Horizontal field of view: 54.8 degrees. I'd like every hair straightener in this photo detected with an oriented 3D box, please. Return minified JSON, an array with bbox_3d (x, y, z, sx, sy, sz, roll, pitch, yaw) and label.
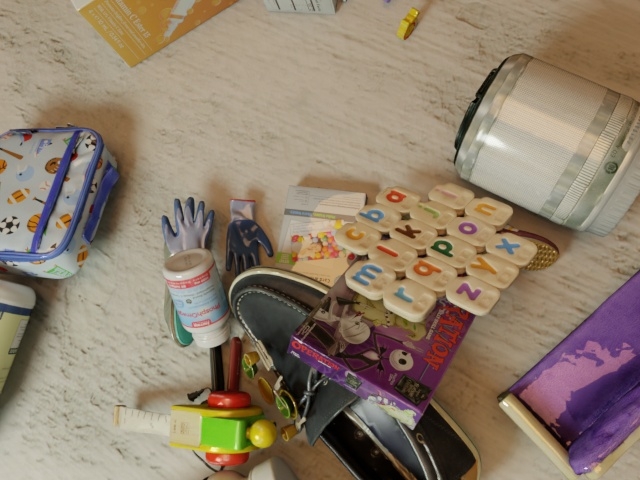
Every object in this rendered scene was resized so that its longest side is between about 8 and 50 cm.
[{"bbox_3d":[-0.185,0.283,1.073,0.089,0.047,0.230,-2,81,12],"label":"hair straightener"}]

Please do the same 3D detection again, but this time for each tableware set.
[{"bbox_3d":[-0.080,0.238,0.965,0.024,0.104,0.154,-20,65,-31],"label":"tableware set"}]

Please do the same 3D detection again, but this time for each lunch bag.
[{"bbox_3d":[-0.512,-0.081,1.142,0.244,0.115,0.303,2,62,9],"label":"lunch bag"}]

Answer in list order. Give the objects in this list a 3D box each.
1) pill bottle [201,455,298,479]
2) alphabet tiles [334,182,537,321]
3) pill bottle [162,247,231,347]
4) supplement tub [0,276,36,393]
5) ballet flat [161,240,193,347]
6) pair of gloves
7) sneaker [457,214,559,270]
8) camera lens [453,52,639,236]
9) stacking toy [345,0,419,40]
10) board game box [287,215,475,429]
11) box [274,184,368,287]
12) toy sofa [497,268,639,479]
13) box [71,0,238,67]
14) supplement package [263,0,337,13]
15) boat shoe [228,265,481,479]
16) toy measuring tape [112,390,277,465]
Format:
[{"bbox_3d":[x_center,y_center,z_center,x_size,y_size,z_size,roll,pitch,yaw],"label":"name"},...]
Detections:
[{"bbox_3d":[-0.181,0.477,0.947,0.334,0.188,0.187,-30,74,1],"label":"pill bottle"},{"bbox_3d":[0.174,0.008,0.962,0.278,0.021,0.284,27,53,31],"label":"alphabet tiles"},{"bbox_3d":[-0.203,0.100,1.044,0.087,0.087,0.160,-9,118,7],"label":"pill bottle"},{"bbox_3d":[-0.663,0.204,1.066,0.236,0.235,0.324,14,80,12],"label":"supplement tub"},{"bbox_3d":[-0.256,0.089,1.122,0.068,0.072,0.213,-10,73,35],"label":"ballet flat"},{"bbox_3d":[-0.184,-0.002,1.111,0.199,0.023,0.159,1,76,-15],"label":"pair of gloves"},{"bbox_3d":[0.310,-0.008,1.040,0.186,0.069,0.083,14,41,-7],"label":"sneaker"},{"bbox_3d":[0.369,-0.154,0.985,0.274,0.219,0.219,28,83,15],"label":"camera lens"},{"bbox_3d":[0.161,-0.515,1.196,0.167,0.052,0.221,37,83,14],"label":"stacking toy"},{"bbox_3d":[0.127,0.100,0.953,0.208,0.056,0.347,31,45,11],"label":"board game box"},{"bbox_3d":[0.000,0.000,1.106,0.145,0.038,0.186,7,79,11],"label":"box"},{"bbox_3d":[0.448,0.177,0.918,0.363,0.177,0.150,-42,74,-1],"label":"toy sofa"},{"bbox_3d":[-0.303,-0.530,1.189,0.346,0.215,0.168,-32,74,2],"label":"box"},{"bbox_3d":[-0.034,-0.600,1.164,0.145,0.204,0.261,8,78,13],"label":"supplement package"},{"bbox_3d":[0.029,0.228,0.963,0.500,0.156,0.186,44,124,14],"label":"boat shoe"},{"bbox_3d":[-0.196,0.300,1.014,0.330,0.121,0.121,-5,75,34],"label":"toy measuring tape"}]
